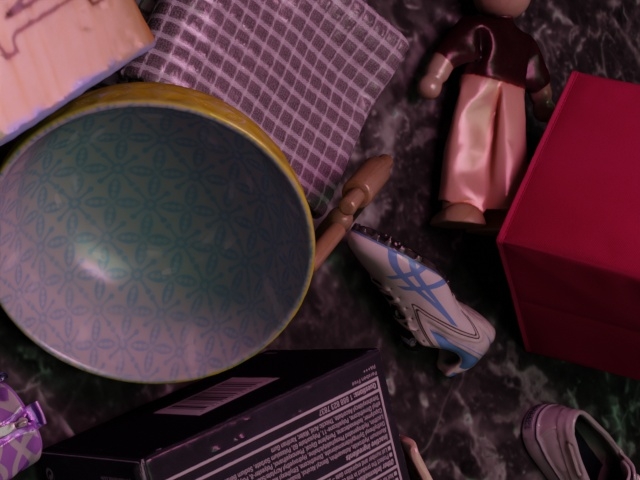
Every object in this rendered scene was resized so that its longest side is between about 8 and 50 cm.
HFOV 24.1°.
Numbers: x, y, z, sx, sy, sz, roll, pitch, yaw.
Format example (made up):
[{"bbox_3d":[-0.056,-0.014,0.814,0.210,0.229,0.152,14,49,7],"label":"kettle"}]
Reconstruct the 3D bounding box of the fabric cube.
[{"bbox_3d":[0.379,0.000,1.701,0.254,0.258,0.259,-64,152,-25],"label":"fabric cube"}]

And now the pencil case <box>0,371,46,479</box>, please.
[{"bbox_3d":[-0.324,0.197,1.249,0.206,0.088,0.086,-35,107,-36],"label":"pencil case"}]

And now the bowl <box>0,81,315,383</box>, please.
[{"bbox_3d":[-0.151,-0.030,1.348,0.289,0.289,0.156,48,18,-27],"label":"bowl"}]

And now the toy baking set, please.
[{"bbox_3d":[0.003,-0.004,1.473,0.030,0.197,0.256,39,28,0],"label":"toy baking set"}]

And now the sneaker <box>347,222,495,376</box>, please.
[{"bbox_3d":[0.103,0.067,1.626,0.086,0.085,0.237,-49,123,-4],"label":"sneaker"}]

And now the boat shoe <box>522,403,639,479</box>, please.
[{"bbox_3d":[0.341,0.296,1.810,0.258,0.084,0.095,46,59,-27],"label":"boat shoe"}]

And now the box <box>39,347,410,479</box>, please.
[{"bbox_3d":[-0.067,0.284,1.396,0.296,0.183,0.294,-20,99,-40],"label":"box"}]

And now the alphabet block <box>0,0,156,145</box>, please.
[{"bbox_3d":[-0.294,-0.194,1.245,0.193,0.192,0.197,-41,113,-37],"label":"alphabet block"}]

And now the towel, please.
[{"bbox_3d":[-0.059,-0.176,1.488,0.283,0.121,0.235,36,65,-33],"label":"towel"}]

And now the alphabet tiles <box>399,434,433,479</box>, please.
[{"bbox_3d":[0.136,0.313,1.509,0.021,0.284,0.278,-28,92,-9],"label":"alphabet tiles"}]

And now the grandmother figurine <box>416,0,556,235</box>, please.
[{"bbox_3d":[0.203,-0.180,1.729,0.208,0.104,0.342,11,81,-48],"label":"grandmother figurine"}]
